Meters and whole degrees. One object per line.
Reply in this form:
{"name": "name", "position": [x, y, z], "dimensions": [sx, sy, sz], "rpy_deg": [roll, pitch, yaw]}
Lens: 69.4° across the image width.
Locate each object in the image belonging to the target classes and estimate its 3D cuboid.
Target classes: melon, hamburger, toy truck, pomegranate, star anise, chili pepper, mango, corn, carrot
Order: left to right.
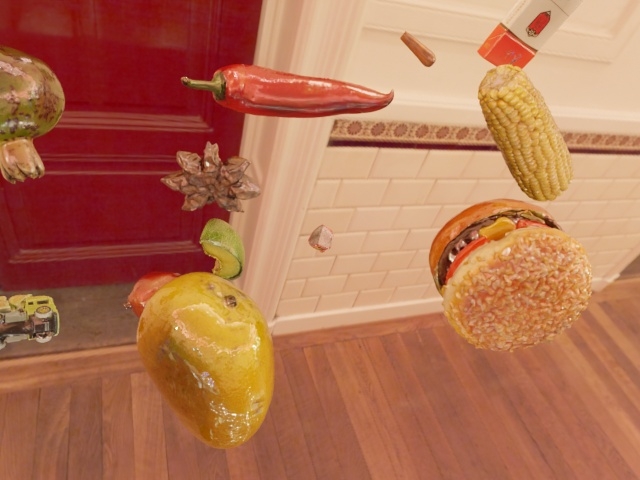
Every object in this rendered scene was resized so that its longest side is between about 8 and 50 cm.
{"name": "pomegranate", "position": [-0.570, -0.230, 0.839], "dimensions": [0.202, 0.248, 0.202], "rpy_deg": [-15, 13, 3]}
{"name": "toy truck", "position": [-0.711, 0.178, 1.055], "dimensions": [0.191, 0.085, 0.116], "rpy_deg": [-6, 33, -34]}
{"name": "mango", "position": [-0.209, 0.237, 0.870], "dimensions": [0.252, 0.365, 0.182], "rpy_deg": [2, 17, 21]}
{"name": "star anise", "position": [-0.347, -0.180, 1.483], "dimensions": [0.315, 0.315, 0.108], "rpy_deg": [7, 42, -14]}
{"name": "melon", "position": [-0.329, 0.021, 1.656], "dimensions": [0.129, 0.265, 0.169], "rpy_deg": [2, 54, 4]}
{"name": "chili pepper", "position": [-0.060, -0.280, 0.854], "dimensions": [0.368, 0.092, 0.137], "rpy_deg": [-2, 3, -11]}
{"name": "carrot", "position": [0.368, -0.722, 1.745], "dimensions": [0.161, 0.055, 0.055], "rpy_deg": [37, 41, -14]}
{"name": "hamburger", "position": [0.423, 0.081, 1.046], "dimensions": [0.329, 0.330, 0.250], "rpy_deg": [13, 33, -7]}
{"name": "corn", "position": [0.351, -0.159, 0.768], "dimensions": [0.310, 0.101, 0.101], "rpy_deg": [39, 24, -44]}

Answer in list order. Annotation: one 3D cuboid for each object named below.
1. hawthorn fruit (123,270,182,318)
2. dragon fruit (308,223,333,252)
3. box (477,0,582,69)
{"name": "hawthorn fruit", "position": [-0.494, 0.176, 1.395], "dimensions": [0.188, 0.169, 0.169], "rpy_deg": [-13, 52, -26]}
{"name": "dragon fruit", "position": [0.000, 0.000, 1.419], "dimensions": [0.056, 0.060, 0.083], "rpy_deg": [32, 55, -33]}
{"name": "box", "position": [0.460, -0.476, 0.979], "dimensions": [0.139, 0.245, 0.035], "rpy_deg": [8, 44, -40]}
